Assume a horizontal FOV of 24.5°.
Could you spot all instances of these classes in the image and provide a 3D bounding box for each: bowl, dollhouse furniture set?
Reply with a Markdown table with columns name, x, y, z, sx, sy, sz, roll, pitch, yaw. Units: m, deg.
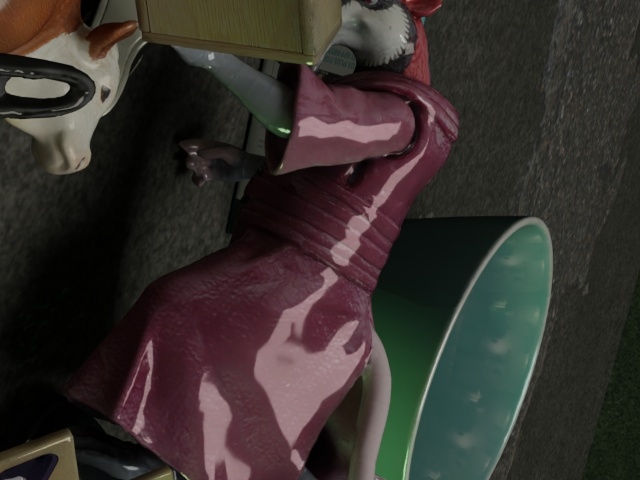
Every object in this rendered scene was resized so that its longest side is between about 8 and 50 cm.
| name | x | y | z | sx | sy | sz | roll | pitch | yaw |
| --- | --- | --- | --- | --- | --- | --- | --- | --- | --- |
| bowl | 0.078 | 0.104 | 1.342 | 0.311 | 0.163 | 0.311 | -48 | 148 | -43 |
| dollhouse furniture set | -0.011 | -0.229 | 0.789 | 0.242 | 0.212 | 0.161 | -61 | 155 | -48 |

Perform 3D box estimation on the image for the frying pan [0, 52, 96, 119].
| name | x | y | z | sx | sy | sz | roll | pitch | yaw |
| --- | --- | --- | --- | --- | --- | --- | --- | --- | --- |
| frying pan | -0.239 | -0.039 | 0.559 | 0.197 | 0.053 | 0.326 | -54 | 139 | 5 |

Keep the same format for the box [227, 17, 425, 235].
| name | x | y | z | sx | sy | sz | roll | pitch | yaw |
| --- | --- | --- | --- | --- | --- | --- | --- | --- | --- |
| box | 0.009 | -0.108 | 1.108 | 0.060 | 0.101 | 0.244 | -18 | 124 | -63 |

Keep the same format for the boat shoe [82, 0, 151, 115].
| name | x | y | z | sx | sy | sz | roll | pitch | yaw |
| --- | --- | --- | --- | --- | --- | --- | --- | --- | --- |
| boat shoe | -0.123 | -0.121 | 0.887 | 0.046 | 0.038 | 0.125 | 33 | 66 | -23 |

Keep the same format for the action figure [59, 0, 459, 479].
| name | x | y | z | sx | sy | sz | roll | pitch | yaw |
| --- | --- | --- | --- | --- | --- | --- | --- | --- | --- |
| action figure | 0.000 | 0.000 | 0.909 | 0.370 | 0.276 | 0.248 | -61 | 170 | 2 |

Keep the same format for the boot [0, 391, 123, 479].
| name | x | y | z | sx | sy | sz | roll | pitch | yaw |
| --- | --- | --- | --- | --- | --- | --- | --- | --- | --- |
| boot | -0.096 | 0.216 | 0.986 | 0.094 | 0.207 | 0.246 | -55 | 152 | -35 |

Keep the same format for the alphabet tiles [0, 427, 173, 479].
| name | x | y | z | sx | sy | sz | roll | pitch | yaw |
| --- | --- | --- | --- | --- | --- | --- | --- | --- | --- |
| alphabet tiles | -0.207 | 0.264 | 0.856 | 0.285 | 0.011 | 0.342 | -20 | 131 | -25 |

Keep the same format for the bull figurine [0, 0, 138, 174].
| name | x | y | z | sx | sy | sz | roll | pitch | yaw |
| --- | --- | --- | --- | --- | --- | --- | --- | --- | --- |
| bull figurine | -0.172 | -0.152 | 0.674 | 0.188 | 0.101 | 0.310 | -42 | 143 | -44 |
